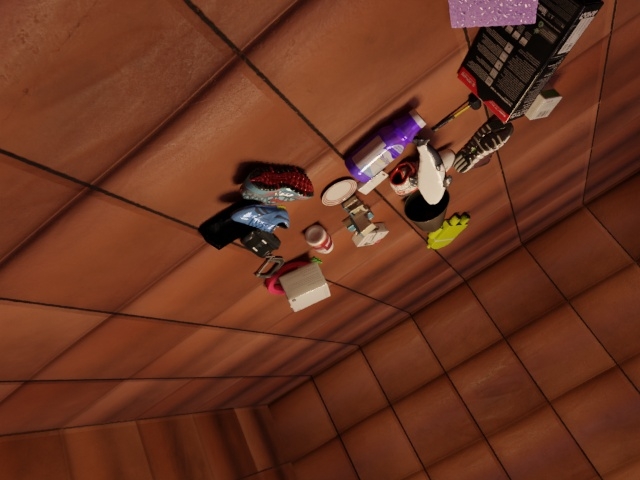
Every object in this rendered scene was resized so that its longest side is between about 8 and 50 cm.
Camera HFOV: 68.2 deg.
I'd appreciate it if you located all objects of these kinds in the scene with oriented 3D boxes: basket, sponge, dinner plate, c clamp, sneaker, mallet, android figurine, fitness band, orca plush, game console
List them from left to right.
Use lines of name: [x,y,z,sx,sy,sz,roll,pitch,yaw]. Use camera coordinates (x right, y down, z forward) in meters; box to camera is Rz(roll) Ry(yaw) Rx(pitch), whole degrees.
game console: [-0.254,-0.017,1.670,0.213,0.044,0.361,-31,153,5]
sneaker: [-0.185,-0.066,1.503,0.209,0.082,0.069,-3,161,-41]
c clamp: [-0.220,0.108,1.956,0.137,0.022,0.160,-2,142,-39]
sneaker: [-0.139,-0.167,1.483,0.262,0.104,0.125,4,157,-42]
fitness band: [-0.120,0.173,2.147,0.209,0.054,0.291,-39,152,26]
dinner plate: [0.067,-0.178,1.728,0.141,0.017,0.141,-22,153,-12]
sneaker: [0.385,-0.270,1.796,0.270,0.090,0.145,-33,157,15]
orca plush: [0.390,-0.271,1.722,0.151,0.102,0.287,-16,127,33]
basket: [0.479,-0.128,2.092,0.204,0.154,0.227,-34,158,5]
android figurine: [0.679,-0.044,2.542,0.248,0.056,0.273,-7,146,-38]
mallet: [0.477,-0.437,1.657,0.190,0.039,0.062,-36,156,25]
sneaker: [0.671,-0.380,1.893,0.163,0.106,0.281,-11,160,-42]
sponge: [0.430,-0.588,1.183,0.210,0.031,0.117,7,164,23]

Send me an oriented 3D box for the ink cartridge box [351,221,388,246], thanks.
ink cartridge box: [0.221,-0.026,2.114,0.135,0.056,0.099,-8,148,-37]

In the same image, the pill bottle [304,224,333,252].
pill bottle: [0.000,0.000,1.907,0.086,0.086,0.152,-32,155,7]

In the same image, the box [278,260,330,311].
box: [-0.066,0.202,2.047,0.182,0.119,0.181,-24,156,-5]

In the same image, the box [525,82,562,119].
box: [0.821,-0.523,1.776,0.101,0.087,0.102,-16,151,-25]

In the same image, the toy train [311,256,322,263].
toy train: [-0.017,0.091,2.135,0.024,0.017,0.083,-25,156,15]

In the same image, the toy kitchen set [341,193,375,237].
toy kitchen set: [0.151,-0.061,1.853,0.122,0.166,0.207,-35,153,13]

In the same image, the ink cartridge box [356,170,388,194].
ink cartridge box: [0.191,-0.223,1.758,0.115,0.029,0.063,-40,152,20]

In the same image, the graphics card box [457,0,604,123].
graphics card box: [0.553,-0.542,1.306,0.094,0.232,0.371,-22,153,-25]

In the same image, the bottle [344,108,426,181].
bottle: [0.214,-0.311,1.546,0.283,0.092,0.118,-39,152,20]
